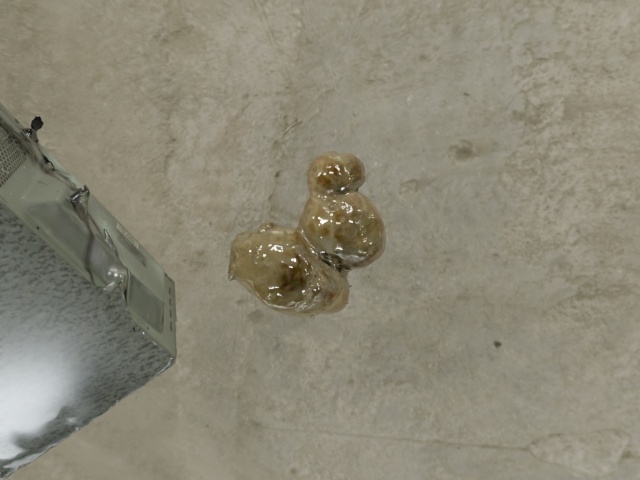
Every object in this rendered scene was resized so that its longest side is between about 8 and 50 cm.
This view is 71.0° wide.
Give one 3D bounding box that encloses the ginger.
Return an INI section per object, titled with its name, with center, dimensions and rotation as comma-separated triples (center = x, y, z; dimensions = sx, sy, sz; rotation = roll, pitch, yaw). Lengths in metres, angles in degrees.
[ginger]
center = 0.000, 0.000, 0.789
dimensions = 0.244, 0.155, 0.304
rotation = 40, 86, -20

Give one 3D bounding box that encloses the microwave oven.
[microwave oven]
center = -0.455, 0.055, 0.631
dimensions = 0.374, 0.236, 0.432
rotation = -35, 122, -1
